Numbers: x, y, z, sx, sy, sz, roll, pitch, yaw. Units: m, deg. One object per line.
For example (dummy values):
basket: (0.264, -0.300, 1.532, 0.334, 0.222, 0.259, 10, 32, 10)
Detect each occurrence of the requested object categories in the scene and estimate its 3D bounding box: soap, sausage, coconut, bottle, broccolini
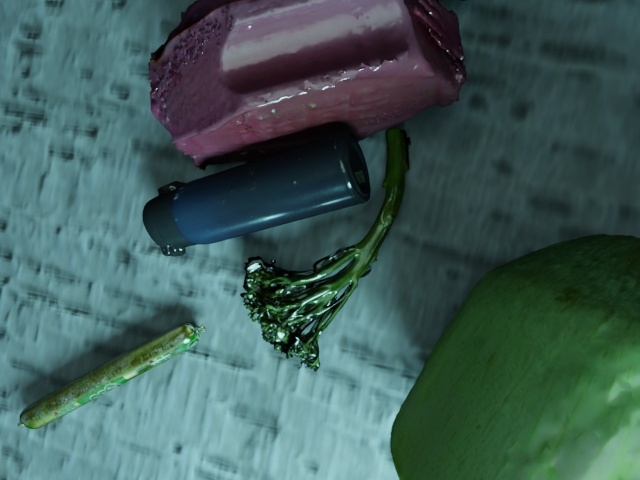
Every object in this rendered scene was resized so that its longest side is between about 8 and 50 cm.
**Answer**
soap: (-0.011, -0.158, 0.486, 0.289, 0.182, 0.112, -11, 85, 7)
sausage: (-0.247, 0.158, 0.599, 0.269, 0.033, 0.033, -29, 82, 10)
coconut: (0.201, 0.164, 0.375, 0.328, 0.281, 0.328, -14, 64, 31)
bottle: (-0.073, -0.047, 0.534, 0.244, 0.072, 0.082, -15, 86, 21)
broccolini: (0.005, -0.007, 0.548, 0.123, 0.062, 0.271, 28, 87, 7)
